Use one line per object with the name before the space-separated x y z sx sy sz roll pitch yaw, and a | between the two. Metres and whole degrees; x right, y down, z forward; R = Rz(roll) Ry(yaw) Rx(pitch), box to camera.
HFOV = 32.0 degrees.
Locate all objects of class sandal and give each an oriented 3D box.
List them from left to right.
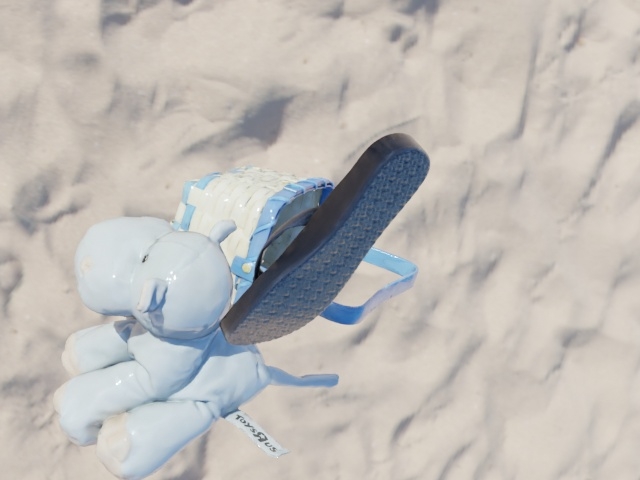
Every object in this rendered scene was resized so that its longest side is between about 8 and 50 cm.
sandal | 0.001 0.000 1.026 0.254 0.054 0.097 -48 147 13

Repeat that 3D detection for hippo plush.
hippo plush | -0.171 0.106 1.175 0.234 0.294 0.236 -51 150 -34

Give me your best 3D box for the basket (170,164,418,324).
basket | -0.035 0.017 1.456 0.255 0.289 0.201 -20 126 -64
